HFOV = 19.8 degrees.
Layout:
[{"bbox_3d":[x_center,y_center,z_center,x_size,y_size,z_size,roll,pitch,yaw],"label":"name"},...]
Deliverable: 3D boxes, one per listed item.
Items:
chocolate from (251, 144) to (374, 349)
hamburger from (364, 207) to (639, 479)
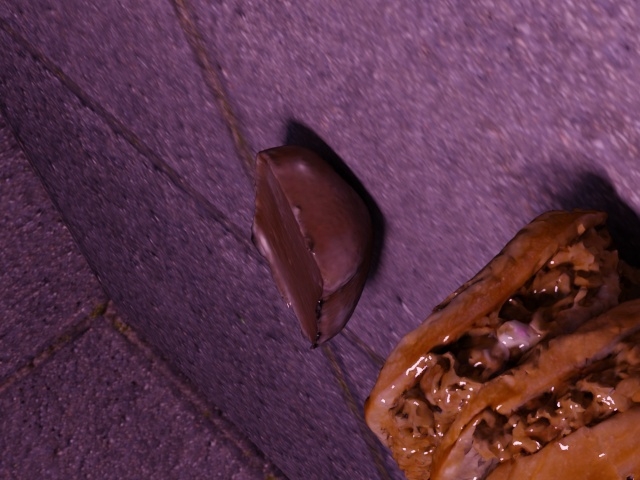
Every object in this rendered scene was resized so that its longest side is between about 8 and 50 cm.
[{"bbox_3d":[0.001,0.000,1.704,0.261,0.083,0.161,106,141,-73],"label":"chocolate"},{"bbox_3d":[0.164,0.108,1.181,0.211,0.245,0.260,54,130,26],"label":"hamburger"}]
